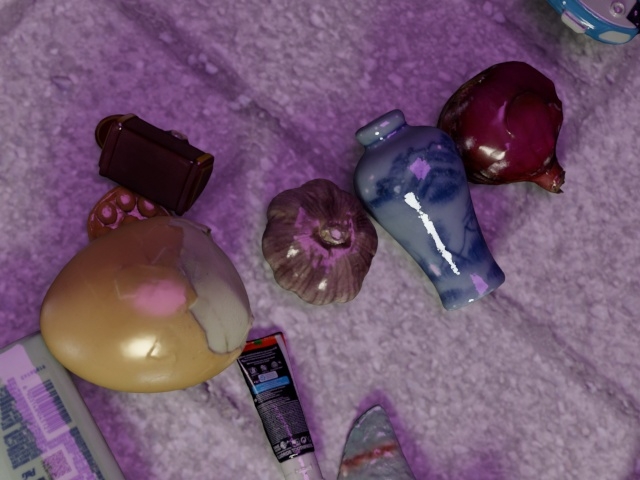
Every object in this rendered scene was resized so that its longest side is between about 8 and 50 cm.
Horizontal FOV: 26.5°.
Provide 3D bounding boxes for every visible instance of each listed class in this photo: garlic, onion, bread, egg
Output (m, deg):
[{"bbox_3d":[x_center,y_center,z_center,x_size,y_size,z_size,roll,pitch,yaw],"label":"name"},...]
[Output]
[{"bbox_3d":[0.000,0.000,1.682,0.147,0.102,0.159,-7,82,-11],"label":"garlic"},{"bbox_3d":[0.259,-0.137,1.766,0.198,0.135,0.173,37,74,-7],"label":"onion"},{"bbox_3d":[-0.230,-0.016,1.665,0.110,0.024,0.110,3,78,-13],"label":"bread"},{"bbox_3d":[-0.199,0.078,1.561,0.244,0.201,0.201,-13,82,-16],"label":"egg"}]

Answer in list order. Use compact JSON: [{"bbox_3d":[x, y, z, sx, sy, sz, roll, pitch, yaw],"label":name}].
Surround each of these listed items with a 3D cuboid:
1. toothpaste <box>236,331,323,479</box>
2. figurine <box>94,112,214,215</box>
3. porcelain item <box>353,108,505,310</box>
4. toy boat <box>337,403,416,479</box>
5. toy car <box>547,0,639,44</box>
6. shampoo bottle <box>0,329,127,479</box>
[{"bbox_3d":[-0.046,0.207,1.660,0.071,0.045,0.193,-15,76,-26],"label":"toothpaste"},{"bbox_3d":[-0.204,-0.111,1.666,0.154,0.082,0.098,28,35,6],"label":"figurine"},{"bbox_3d":[0.134,-0.041,1.717,0.141,0.141,0.259,-32,98,-19],"label":"porcelain item"},{"bbox_3d":[0.091,0.343,1.652,0.206,0.096,0.282,-25,76,-4],"label":"toy boat"},{"bbox_3d":[0.404,-0.396,1.844,0.198,0.166,0.314,36,71,-4],"label":"toy car"},{"bbox_3d":[-0.291,0.289,1.556,0.134,0.078,0.359,-28,87,-14],"label":"shampoo bottle"}]
